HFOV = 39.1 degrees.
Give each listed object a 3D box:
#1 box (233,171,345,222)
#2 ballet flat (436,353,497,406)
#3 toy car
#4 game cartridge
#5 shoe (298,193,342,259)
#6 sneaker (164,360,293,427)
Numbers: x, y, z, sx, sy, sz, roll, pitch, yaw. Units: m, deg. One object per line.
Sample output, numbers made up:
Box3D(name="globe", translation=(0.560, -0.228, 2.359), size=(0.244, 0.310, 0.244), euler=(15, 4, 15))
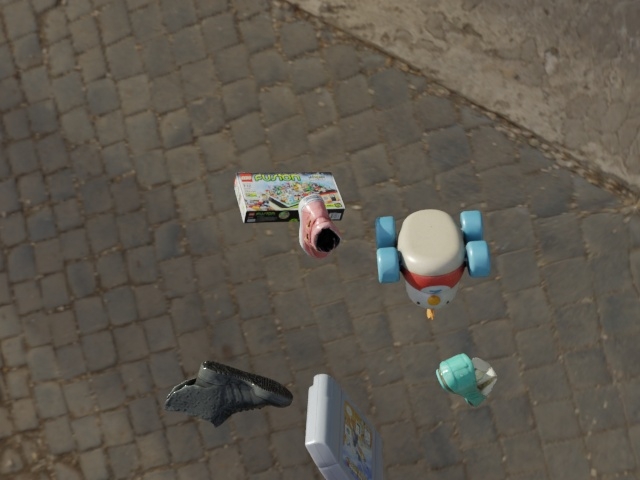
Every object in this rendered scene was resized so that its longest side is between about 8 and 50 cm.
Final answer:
Box3D(name="box", translation=(-0.064, -0.088, 1.827), size=(0.036, 0.207, 0.114), euler=(107, 153, -44))
Box3D(name="ballet flat", translation=(0.301, 0.274, 1.769), size=(0.087, 0.247, 0.083), euler=(-27, 65, 13))
Box3D(name="toy car", translation=(0.232, 0.079, 1.870), size=(0.219, 0.210, 0.238), euler=(-5, 125, 4))
Box3D(name="game cartridge", translation=(0.059, 0.445, 1.926), size=(0.062, 0.297, 0.198), euler=(-21, 41, 18))
Box3D(name="shoe", translation=(0.000, 0.000, 1.636), size=(0.063, 0.178, 0.081), euler=(-19, 55, -7))
Box3D(name="sneaker", translation=(-0.132, 0.231, 1.301), size=(0.170, 0.051, 0.089), euler=(20, 102, -6))
